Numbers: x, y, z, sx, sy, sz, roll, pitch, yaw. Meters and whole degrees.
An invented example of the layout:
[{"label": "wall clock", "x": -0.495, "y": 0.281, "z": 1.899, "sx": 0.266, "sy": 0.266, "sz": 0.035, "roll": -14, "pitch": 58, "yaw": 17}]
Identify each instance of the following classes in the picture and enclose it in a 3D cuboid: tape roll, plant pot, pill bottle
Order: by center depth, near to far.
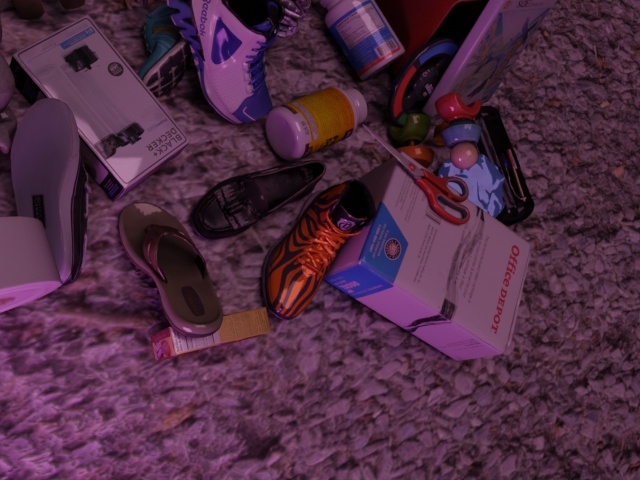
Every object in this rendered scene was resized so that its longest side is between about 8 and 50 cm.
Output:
[{"label": "tape roll", "x": -0.519, "y": 0.059, "z": 0.961, "sx": 0.286, "sy": 0.286, "sz": 0.100, "roll": -17, "pitch": 86, "yaw": -34}, {"label": "pill bottle", "x": -0.003, "y": -0.255, "z": 1.462, "sx": 0.215, "sy": 0.117, "sz": 0.117, "roll": -29, "pitch": 92, "yaw": -33}, {"label": "pill bottle", "x": 0.087, "y": -0.493, "z": 1.580, "sx": 0.124, "sy": 0.124, "sz": 0.221, "roll": -36, "pitch": 96, "yaw": -33}, {"label": "plant pot", "x": 0.284, "y": -0.571, "z": 1.656, "sx": 0.267, "sy": 0.267, "sz": 0.235, "roll": -18, "pitch": 70, "yaw": -33}]

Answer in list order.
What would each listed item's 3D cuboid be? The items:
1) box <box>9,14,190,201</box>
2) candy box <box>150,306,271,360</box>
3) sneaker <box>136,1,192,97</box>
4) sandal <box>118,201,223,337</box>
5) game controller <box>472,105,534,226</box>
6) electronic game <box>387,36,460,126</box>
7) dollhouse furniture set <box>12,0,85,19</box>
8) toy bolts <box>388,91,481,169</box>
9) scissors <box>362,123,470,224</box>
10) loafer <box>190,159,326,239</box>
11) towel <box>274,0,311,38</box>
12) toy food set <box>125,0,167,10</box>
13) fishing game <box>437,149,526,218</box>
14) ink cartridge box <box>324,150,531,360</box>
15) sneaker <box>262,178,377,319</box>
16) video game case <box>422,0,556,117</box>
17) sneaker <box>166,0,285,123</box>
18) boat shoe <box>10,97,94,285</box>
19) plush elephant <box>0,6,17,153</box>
[{"label": "box", "x": -0.394, "y": -0.236, "z": 1.238, "sx": 0.169, "sy": 0.087, "sz": 0.290, "roll": -43, "pitch": 100, "yaw": -32}, {"label": "candy box", "x": -0.196, "y": 0.167, "z": 1.233, "sx": 0.187, "sy": 0.109, "sz": 0.053, "roll": -8, "pitch": 81, "yaw": -32}, {"label": "sneaker", "x": -0.302, "y": -0.392, "z": 1.349, "sx": 0.110, "sy": 0.107, "sz": 0.275, "roll": 21, "pitch": 60, "yaw": -4}, {"label": "sandal", "x": -0.251, "y": 0.033, "z": 1.198, "sx": 0.120, "sy": 0.086, "sz": 0.303, "roll": -18, "pitch": 55, "yaw": -33}, {"label": "game controller", "x": 0.451, "y": -0.196, "z": 1.767, "sx": 0.166, "sy": 0.067, "sz": 0.319, "roll": -16, "pitch": 86, "yaw": -48}, {"label": "electronic game", "x": 0.243, "y": -0.365, "z": 1.596, "sx": 0.229, "sy": 0.229, "sz": 0.048, "roll": -26, "pitch": 57, "yaw": -34}, {"label": "dollhouse furniture set", "x": -0.472, "y": -0.534, "z": 1.271, "sx": 0.242, "sy": 0.161, "sz": 0.212, "roll": -19, "pitch": 86, "yaw": -12}, {"label": "toy bolts", "x": 0.292, "y": -0.210, "z": 1.559, "sx": 0.218, "sy": 0.228, "sz": 0.158, "roll": 5, "pitch": 74, "yaw": -28}, {"label": "scissors", "x": 0.198, "y": -0.132, "z": 1.413, "sx": 0.297, "sy": 0.021, "sz": 0.109, "roll": 27, "pitch": 62, "yaw": -23}, {"label": "loafer", "x": -0.117, "y": -0.096, "z": 1.362, "sx": 0.302, "sy": 0.095, "sz": 0.109, "roll": -28, "pitch": 92, "yaw": -34}, {"label": "towel", "x": -0.150, "y": -0.561, "z": 1.409, "sx": 0.284, "sy": 0.121, "sz": 0.235, "roll": 27, "pitch": 34, "yaw": -21}, {"label": "toy food set", "x": -0.324, "y": -0.489, "z": 1.347, "sx": 0.122, "sy": 0.019, "sz": 0.078, "roll": -21, "pitch": 52, "yaw": -10}, {"label": "fishing game", "x": 0.365, "y": -0.122, "z": 1.672, "sx": 0.264, "sy": 0.041, "sz": 0.189, "roll": -17, "pitch": 85, "yaw": -13}, {"label": "ink cartridge box", "x": 0.240, "y": 0.045, "z": 1.496, "sx": 0.395, "sy": 0.166, "sz": 0.285, "roll": 33, "pitch": 61, "yaw": -18}, {"label": "sneaker", "x": 0.000, "y": 0.000, "z": 1.354, "sx": 0.125, "sy": 0.180, "sz": 0.321, "roll": 32, "pitch": 62, "yaw": -18}, {"label": "video game case", "x": 0.406, "y": -0.446, "z": 1.620, "sx": 0.036, "sy": 0.329, "sz": 0.300, "roll": 46, "pitch": 41, "yaw": 19}, {"label": "sneaker", "x": -0.145, "y": -0.361, "z": 1.297, "sx": 0.127, "sy": 0.182, "sz": 0.315, "roll": -62, "pitch": 142, "yaw": -35}, {"label": "boat shoe", "x": -0.431, "y": -0.076, "z": 1.142, "sx": 0.113, "sy": 0.105, "sz": 0.306, "roll": -6, "pitch": 88, "yaw": 10}, {"label": "plush elephant", "x": -0.590, "y": -0.244, "z": 1.043, "sx": 0.330, "sy": 0.255, "sz": 0.271, "roll": 13, "pitch": 111, "yaw": 5}]
